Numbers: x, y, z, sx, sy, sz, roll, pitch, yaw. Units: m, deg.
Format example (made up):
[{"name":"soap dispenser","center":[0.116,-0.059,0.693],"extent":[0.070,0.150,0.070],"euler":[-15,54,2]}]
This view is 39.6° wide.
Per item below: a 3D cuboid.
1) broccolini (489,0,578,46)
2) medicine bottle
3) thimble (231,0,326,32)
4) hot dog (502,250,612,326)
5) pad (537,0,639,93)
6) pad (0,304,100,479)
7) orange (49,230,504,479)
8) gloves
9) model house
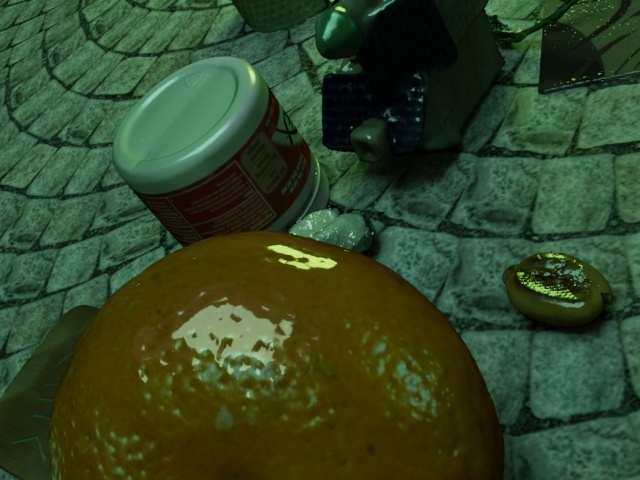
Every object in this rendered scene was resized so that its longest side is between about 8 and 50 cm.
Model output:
[{"name":"broccolini","center":[0.333,-0.335,1.345],"extent":[0.194,0.054,0.052],"euler":[-13,78,43]},{"name":"medicine bottle","center":[-0.148,-0.111,1.334],"extent":[0.252,0.241,0.252],"euler":[-19,43,18]},{"name":"thimble","center":[-0.080,-0.558,1.797],"extent":[0.270,0.150,0.271],"euler":[-20,41,19]},{"name":"hot dog","center":[0.265,0.057,1.021],"extent":[0.140,0.060,0.090],"euler":[14,56,35]},{"name":"pad","center":[0.473,-0.322,1.258],"extent":[0.330,0.004,0.220],"euler":[-8,54,30]},{"name":"pad","center":[-0.375,0.228,1.336],"extent":[0.286,0.018,0.284],"euler":[10,58,41]},{"name":"orange","center":[-0.040,0.194,0.853],"extent":[0.424,0.424,0.326],"euler":[-26,-1,13]},{"name":"gloves","center":[0.002,0.003,1.249],"extent":[0.153,0.070,0.114],"euler":[-30,31,-3]},{"name":"model house","center":[0.092,-0.263,1.265],"extent":[0.243,0.298,0.284],"euler":[4,54,38]}]
